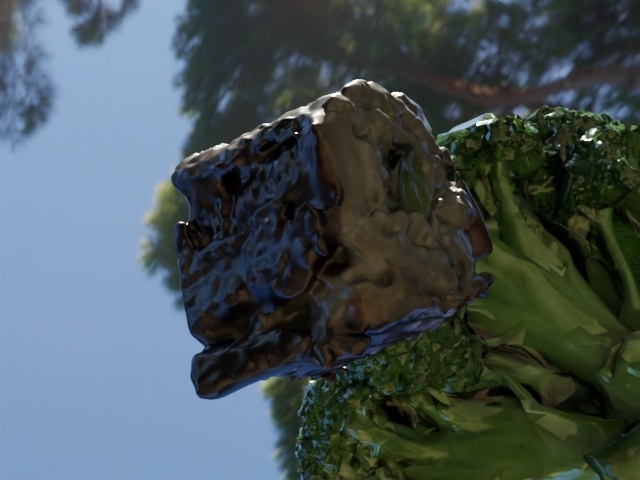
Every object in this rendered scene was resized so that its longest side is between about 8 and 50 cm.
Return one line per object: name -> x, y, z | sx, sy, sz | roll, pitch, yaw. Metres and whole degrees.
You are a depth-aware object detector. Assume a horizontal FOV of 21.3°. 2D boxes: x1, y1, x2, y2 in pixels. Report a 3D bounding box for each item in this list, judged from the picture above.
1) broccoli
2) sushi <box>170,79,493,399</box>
broccoli -> 0.121, 0.069, 0.744 | 0.270, 0.270, 0.270 | -3, -83, -26
sushi -> 0.001, -0.001, 0.579 | 0.098, 0.084, 0.094 | -5, -107, -54
